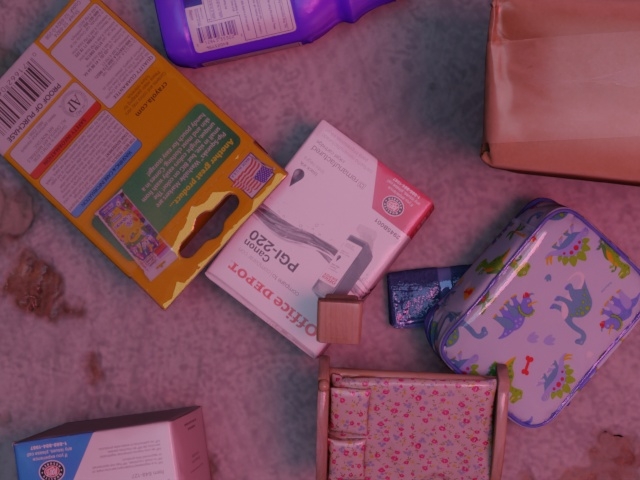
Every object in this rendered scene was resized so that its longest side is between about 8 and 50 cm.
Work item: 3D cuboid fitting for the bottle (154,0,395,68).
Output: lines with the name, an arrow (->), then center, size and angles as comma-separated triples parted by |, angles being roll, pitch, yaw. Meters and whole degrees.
bottle -> -0.041, -0.275, 1.283 | 0.283, 0.092, 0.118 | -13, 90, 3

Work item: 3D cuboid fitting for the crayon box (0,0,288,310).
crayon box -> -0.209, -0.099, 1.278 | 0.323, 0.083, 0.203 | 43, 91, 12

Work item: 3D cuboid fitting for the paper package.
paper package -> 0.339, -0.134, 1.124 | 0.325, 0.309, 0.168 | 6, 94, 15

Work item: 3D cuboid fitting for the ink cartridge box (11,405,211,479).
ink cartridge box -> -0.208, 0.310, 1.230 | 0.171, 0.168, 0.232 | -8, 87, 4

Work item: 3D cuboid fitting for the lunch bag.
lunch bag -> 0.234, 0.081, 1.233 | 0.176, 0.090, 0.219 | 39, 92, -15

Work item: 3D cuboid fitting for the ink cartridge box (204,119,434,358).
ink cartridge box -> 0.000, 0.000, 1.269 | 0.158, 0.092, 0.218 | 37, 92, 5

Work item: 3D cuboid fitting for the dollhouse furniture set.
dollhouse furniture set -> 0.141, 0.248, 1.140 | 0.303, 0.174, 0.355 | 1, 112, 3

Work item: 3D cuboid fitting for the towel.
towel -> 0.134, 0.063, 1.286 | 0.119, 0.029, 0.067 | -5, 86, 4
